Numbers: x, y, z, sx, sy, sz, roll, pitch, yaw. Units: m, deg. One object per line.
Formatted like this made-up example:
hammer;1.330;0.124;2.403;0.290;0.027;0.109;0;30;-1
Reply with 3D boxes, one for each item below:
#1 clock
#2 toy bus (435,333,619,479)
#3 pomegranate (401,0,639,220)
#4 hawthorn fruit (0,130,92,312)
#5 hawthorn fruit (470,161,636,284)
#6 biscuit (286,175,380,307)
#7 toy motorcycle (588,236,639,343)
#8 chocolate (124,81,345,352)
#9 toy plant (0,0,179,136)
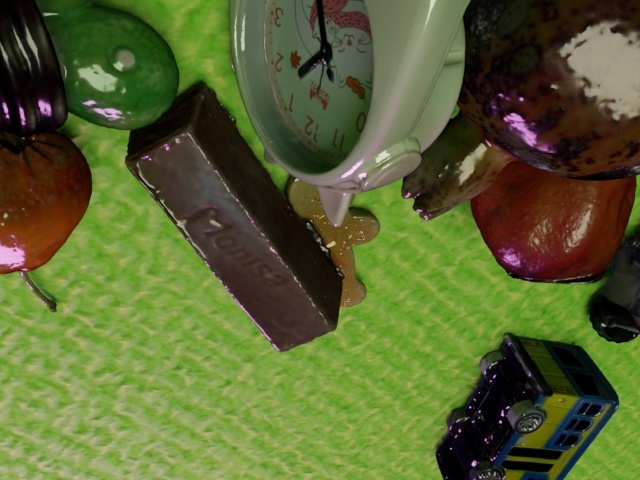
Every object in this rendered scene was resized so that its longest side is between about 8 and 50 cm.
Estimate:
clock;0.019;-0.179;0.628;0.108;0.265;0.324;-18;139;-34
toy bus;0.322;0.306;1.113;0.175;0.138;0.288;10;120;-21
pomegranate;0.204;-0.149;0.667;0.285;0.285;0.341;28;116;-30
hawthorn fruit;-0.332;-0.012;0.736;0.165;0.165;0.285;2;146;-17
hawthorn fruit;0.290;-0.063;0.818;0.189;0.189;0.251;12;117;-22
biscuit;0.000;0.000;0.876;0.153;0.030;0.234;-10;126;-10
toy motorcycle;0.498;0.061;0.982;0.106;0.159;0.271;-7;131;-37
chocolate;-0.083;-0.009;0.772;0.111;0.112;0.321;-26;120;14
toy plant;-0.251;-0.181;0.605;0.235;0.175;0.218;-28;122;-26
